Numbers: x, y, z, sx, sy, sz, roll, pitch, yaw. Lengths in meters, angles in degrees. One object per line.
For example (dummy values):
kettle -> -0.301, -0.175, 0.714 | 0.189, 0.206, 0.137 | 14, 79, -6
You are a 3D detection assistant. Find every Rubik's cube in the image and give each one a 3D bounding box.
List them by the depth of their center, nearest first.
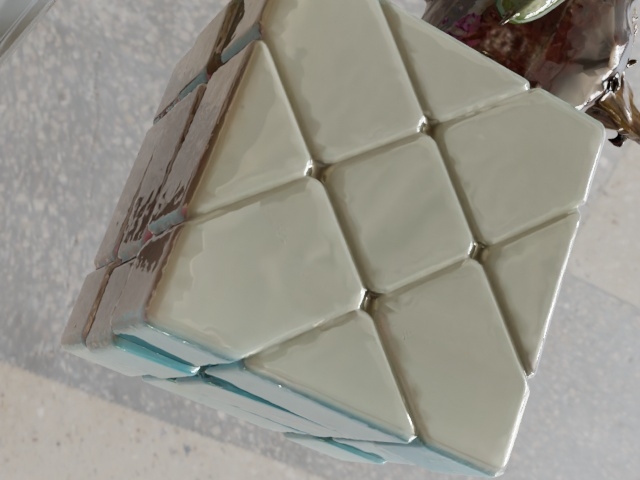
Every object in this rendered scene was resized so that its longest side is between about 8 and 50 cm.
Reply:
Rubik's cube -> 0.000, 0.000, 0.961 | 0.321, 0.316, 0.319 | 26, 73, -19

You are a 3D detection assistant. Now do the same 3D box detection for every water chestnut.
water chestnut -> 0.291, -0.240, 1.397 | 0.347, 0.335, 0.335 | 35, 95, 7

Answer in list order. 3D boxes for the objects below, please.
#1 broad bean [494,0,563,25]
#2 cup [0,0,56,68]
broad bean -> 0.171, -0.202, 0.542 | 0.046, 0.065, 0.254 | 40, 88, -23
cup -> -0.257, -0.181, 0.795 | 0.167, 0.202, 0.221 | -29, 89, -49
